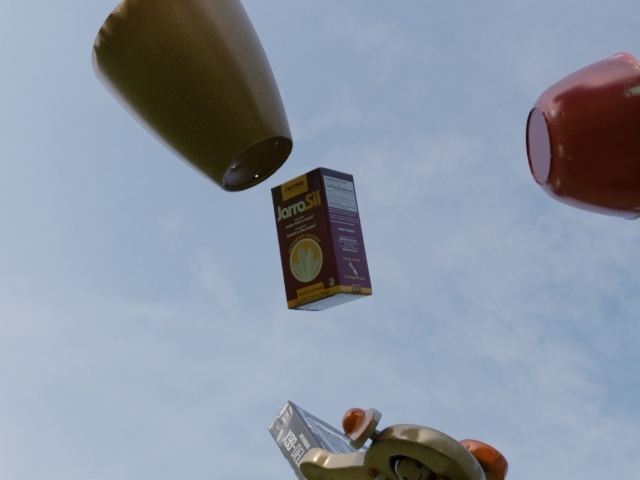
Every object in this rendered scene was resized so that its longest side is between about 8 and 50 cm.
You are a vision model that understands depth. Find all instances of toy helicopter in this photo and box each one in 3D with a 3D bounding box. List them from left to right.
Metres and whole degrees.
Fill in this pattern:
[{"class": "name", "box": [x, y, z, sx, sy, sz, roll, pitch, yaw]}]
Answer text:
[{"class": "toy helicopter", "box": [0.079, 0.328, 1.169, 0.235, 0.140, 0.355, 48, -38, -18]}]

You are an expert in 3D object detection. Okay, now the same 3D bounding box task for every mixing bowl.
[{"class": "mixing bowl", "box": [0.283, -0.107, 0.868, 0.098, 0.181, 0.182, -7, -59, 0]}]

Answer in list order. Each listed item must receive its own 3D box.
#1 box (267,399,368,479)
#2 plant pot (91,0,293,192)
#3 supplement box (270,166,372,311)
[{"class": "box", "box": [0.053, 0.450, 1.498, 0.242, 0.307, 0.077, 36, -89, -26]}, {"class": "plant pot", "box": [-0.152, -0.201, 1.121, 0.254, 0.237, 0.237, 54, -49, 18]}, {"class": "supplement box", "box": [0.000, 0.000, 1.169, 0.104, 0.080, 0.188, -21, -109, 37]}]
